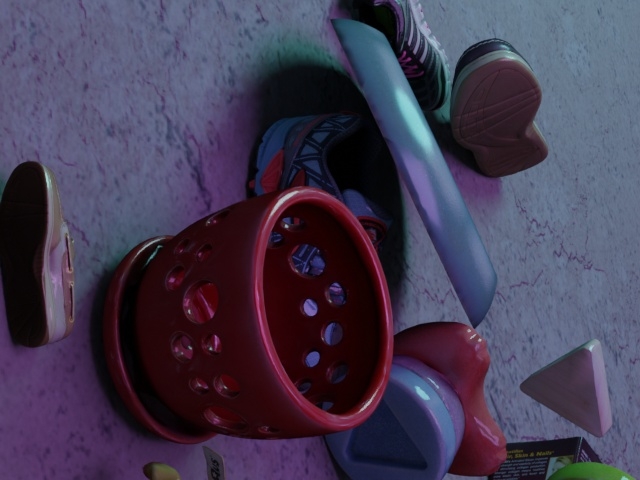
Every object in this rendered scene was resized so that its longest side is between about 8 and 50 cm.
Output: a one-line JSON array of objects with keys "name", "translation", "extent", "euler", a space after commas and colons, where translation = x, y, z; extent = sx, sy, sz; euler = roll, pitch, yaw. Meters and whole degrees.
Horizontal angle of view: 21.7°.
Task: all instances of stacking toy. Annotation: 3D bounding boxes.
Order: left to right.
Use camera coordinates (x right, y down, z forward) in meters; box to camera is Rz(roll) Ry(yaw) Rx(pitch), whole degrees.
[{"name": "stacking toy", "translation": [0.142, 0.233, 1.479], "extent": [0.130, 0.279, 0.309], "euler": [-32, 106, -49]}]

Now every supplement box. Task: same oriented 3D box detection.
[{"name": "supplement box", "translation": [0.227, 0.304, 1.731], "extent": [0.081, 0.104, 0.188], "euler": [52, 42, -35]}]

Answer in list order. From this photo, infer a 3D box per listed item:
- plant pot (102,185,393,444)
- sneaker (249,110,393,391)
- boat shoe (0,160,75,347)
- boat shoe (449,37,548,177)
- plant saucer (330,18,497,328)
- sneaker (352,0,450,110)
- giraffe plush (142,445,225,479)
[{"name": "plant pot", "translation": [-0.061, 0.064, 1.306], "extent": [0.191, 0.174, 0.191], "euler": [21, 64, -52]}, {"name": "sneaker", "translation": [0.000, 0.000, 1.462], "extent": [0.104, 0.125, 0.262], "euler": [28, 58, -49]}, {"name": "boat shoe", "translation": [-0.205, 0.010, 1.227], "extent": [0.045, 0.050, 0.135], "euler": [0, 91, -60]}, {"name": "boat shoe", "translation": [0.182, -0.152, 1.778], "extent": [0.285, 0.102, 0.092], "euler": [47, 21, -67]}, {"name": "plant saucer", "translation": [0.094, -0.070, 1.555], "extent": [0.317, 0.043, 0.318], "euler": [-25, 90, -85]}, {"name": "sneaker", "translation": [0.077, -0.198, 1.699], "extent": [0.075, 0.063, 0.170], "euler": [-46, 125, -37]}, {"name": "giraffe plush", "translation": [-0.121, 0.274, 1.189], "extent": [0.170, 0.181, 0.210], "euler": [-33, 120, -33]}]
